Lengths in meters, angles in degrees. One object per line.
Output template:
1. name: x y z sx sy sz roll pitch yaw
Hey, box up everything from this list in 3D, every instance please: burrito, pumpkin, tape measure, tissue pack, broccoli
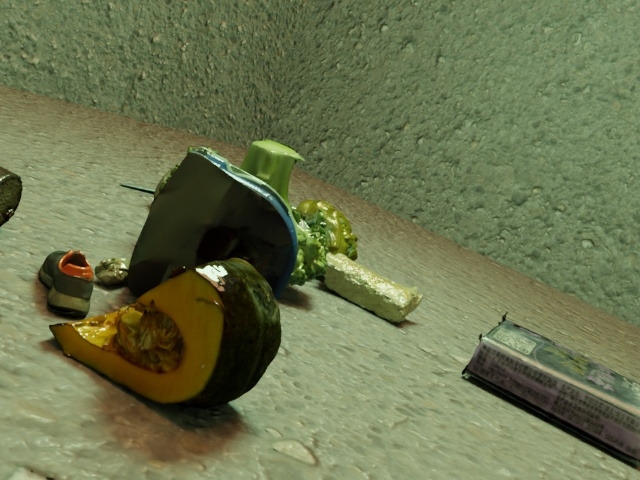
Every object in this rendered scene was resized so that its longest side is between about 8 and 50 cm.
1. burrito: -0.341 0.051 1.171 0.055 0.041 0.149 37 10 11
2. pumpkin: -0.191 0.091 0.850 0.280 0.190 0.139 24 12 19
3. tape measure: -0.167 0.004 1.131 0.262 0.259 0.138 26 12 -13
4. tissue pack: 0.498 0.291 1.364 0.361 0.122 0.259 27 14 22
5. broccoli: -0.165 -0.050 1.423 0.338 0.318 0.277 -1 7 28

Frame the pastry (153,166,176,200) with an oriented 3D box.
1. pastry: -0.311 -0.105 1.772 0.264 0.133 0.265 24 9 -4

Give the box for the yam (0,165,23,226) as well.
1. yam: -0.664 -0.114 1.161 0.279 0.131 0.131 24 11 7

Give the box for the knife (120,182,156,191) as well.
1. knife: -0.456 -0.142 1.956 0.260 0.035 0.063 13 9 -24

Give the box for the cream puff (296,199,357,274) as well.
1. cream puff: 0.003 -0.005 1.767 0.221 0.195 0.194 31 14 27

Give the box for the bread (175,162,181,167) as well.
1. bread: -0.354 -0.173 2.082 0.236 0.070 0.236 18 -1 0

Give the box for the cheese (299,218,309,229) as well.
1. cheese: -0.147 -0.025 1.627 0.320 0.083 0.204 28 49 -3

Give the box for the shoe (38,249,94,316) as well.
1. shoe: -0.381 0.045 1.021 0.074 0.077 0.194 14 13 -29

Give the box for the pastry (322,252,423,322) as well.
1. pastry: 0.109 0.110 1.592 0.258 0.089 0.121 23 14 17
